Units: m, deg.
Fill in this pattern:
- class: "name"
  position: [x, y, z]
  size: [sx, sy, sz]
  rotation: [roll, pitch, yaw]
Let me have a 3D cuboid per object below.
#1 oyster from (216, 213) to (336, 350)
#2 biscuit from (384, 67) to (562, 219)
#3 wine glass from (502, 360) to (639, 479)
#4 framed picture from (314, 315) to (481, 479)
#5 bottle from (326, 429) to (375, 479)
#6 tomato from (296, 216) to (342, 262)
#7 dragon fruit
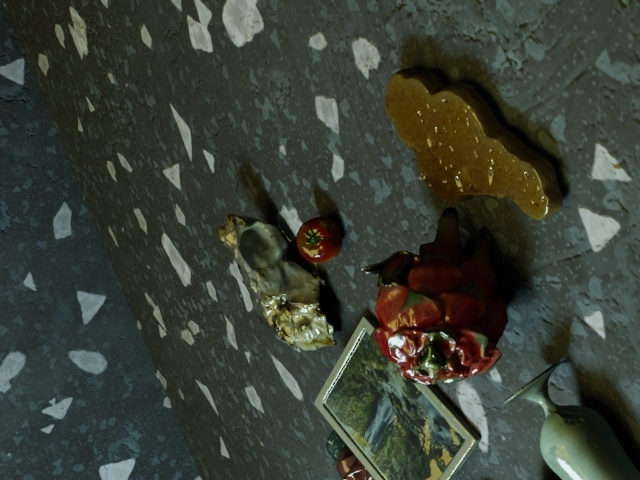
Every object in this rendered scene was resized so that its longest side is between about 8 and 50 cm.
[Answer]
- class: "oyster"
  position: [-0.083, 0.082, 1.957]
  size: [0.337, 0.133, 0.198]
  rotation: [59, 147, 1]
- class: "biscuit"
  position: [0.201, -0.123, 1.313]
  size: [0.320, 0.047, 0.183]
  rotation: [33, 143, 48]
- class: "wine glass"
  position: [0.359, 0.285, 1.328]
  size: [0.231, 0.103, 0.103]
  rotation: [52, 153, 15]
- class: "framed picture"
  position: [0.130, 0.329, 1.786]
  size: [0.324, 0.020, 0.240]
  rotation: [48, 125, 31]
- class: "bottle"
  position: [0.125, 0.459, 1.905]
  size: [0.271, 0.143, 0.156]
  rotation: [41, -175, 36]
- class: "tomato"
  position: [0.000, 0.000, 1.775]
  size: [0.087, 0.075, 0.087]
  rotation: [-2, 85, 25]
- class: "dragon fruit"
  position: [0.171, 0.091, 1.401]
  size: [0.192, 0.274, 0.193]
  rotation: [-14, 133, 26]
